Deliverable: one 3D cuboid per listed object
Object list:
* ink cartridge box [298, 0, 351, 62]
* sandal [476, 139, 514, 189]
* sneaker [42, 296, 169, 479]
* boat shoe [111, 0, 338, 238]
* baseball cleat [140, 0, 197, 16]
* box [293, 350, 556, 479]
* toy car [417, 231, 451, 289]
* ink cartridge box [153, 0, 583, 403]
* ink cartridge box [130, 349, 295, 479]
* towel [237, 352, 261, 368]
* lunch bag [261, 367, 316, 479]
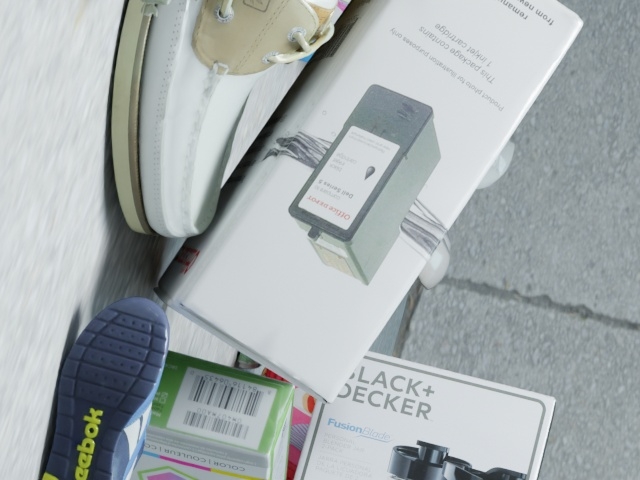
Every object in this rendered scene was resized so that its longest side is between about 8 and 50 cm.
[{"bbox_3d":[0.012,-0.214,1.534,0.088,0.052,0.122,-65,165,-56],"label":"ink cartridge box"},{"bbox_3d":[0.117,-0.258,1.983,0.169,0.102,0.416,5,80,-50],"label":"sandal"},{"bbox_3d":[-0.121,0.096,1.077,0.059,0.053,0.144,-42,153,-76],"label":"sneaker"},{"bbox_3d":[-0.043,-0.135,1.041,0.113,0.103,0.302,-59,161,-67],"label":"boat shoe"},{"bbox_3d":[-0.071,-0.191,0.862,0.206,0.072,0.109,95,3,-68],"label":"baseball cleat"},{"bbox_3d":[0.048,0.232,1.315,0.087,0.169,0.290,83,23,-69],"label":"box"},{"bbox_3d":[0.033,-0.003,1.805,0.182,0.159,0.136,-64,130,-79],"label":"toy car"},{"bbox_3d":[0.022,-0.047,1.174,0.273,0.115,0.198,-56,-173,-3],"label":"ink cartridge box"},{"bbox_3d":[-0.081,0.163,1.269,0.209,0.109,0.062,96,11,-52],"label":"ink cartridge box"},{"bbox_3d":[-0.041,0.038,1.702,0.113,0.023,0.152,-11,114,-83],"label":"towel"},{"bbox_3d":[0.026,0.190,1.576,0.293,0.258,0.120,-86,-163,-71],"label":"lunch bag"}]
